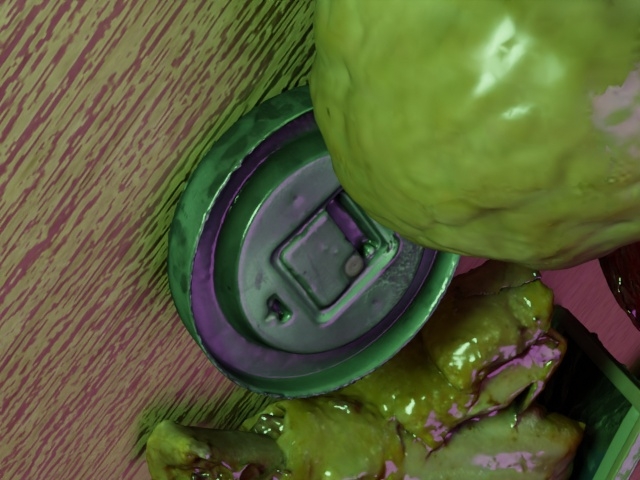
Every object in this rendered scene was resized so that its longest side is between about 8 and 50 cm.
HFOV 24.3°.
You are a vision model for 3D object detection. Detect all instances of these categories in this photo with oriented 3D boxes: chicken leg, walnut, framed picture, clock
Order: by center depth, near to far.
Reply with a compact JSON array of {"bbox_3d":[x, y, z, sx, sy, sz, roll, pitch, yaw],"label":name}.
[{"bbox_3d":[0.128,-0.131,0.804,0.285,0.285,0.296,36,74,-60],"label":"walnut"},{"bbox_3d":[0.000,0.000,0.972,0.215,0.042,0.215,-17,122,-28],"label":"clock"},{"bbox_3d":[0.058,0.131,1.164,0.409,0.182,0.295,7,125,-38],"label":"chicken leg"},{"bbox_3d":[0.212,0.188,1.332,0.209,0.019,0.281,-64,-168,8],"label":"framed picture"}]

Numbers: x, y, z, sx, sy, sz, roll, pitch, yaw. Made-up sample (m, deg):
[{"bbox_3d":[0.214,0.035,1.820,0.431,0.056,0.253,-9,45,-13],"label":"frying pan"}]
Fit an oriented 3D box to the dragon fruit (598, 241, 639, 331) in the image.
[{"bbox_3d":[0.377,-0.031,1.219,0.329,0.329,0.329,-32,147,-24],"label":"dragon fruit"}]
